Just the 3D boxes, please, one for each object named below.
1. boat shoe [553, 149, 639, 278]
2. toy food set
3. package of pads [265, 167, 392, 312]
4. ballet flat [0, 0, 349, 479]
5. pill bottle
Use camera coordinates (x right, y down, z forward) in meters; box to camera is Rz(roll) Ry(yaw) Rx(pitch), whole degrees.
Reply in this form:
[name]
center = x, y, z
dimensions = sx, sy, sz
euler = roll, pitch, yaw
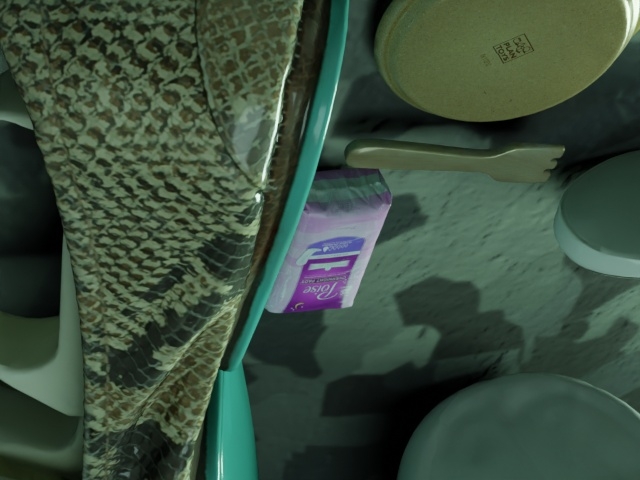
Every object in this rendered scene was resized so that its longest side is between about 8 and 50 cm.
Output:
[boat shoe]
center = 0.218, -0.004, 1.050
dimensions = 0.219, 0.078, 0.070
euler = -8, 141, -24
[toy food set]
center = 0.087, -0.101, 0.892
dimensions = 0.132, 0.038, 0.192
euler = 3, 143, -22
[package of pads]
center = 0.000, 0.000, 0.972
dimensions = 0.050, 0.032, 0.083
euler = -4, 141, -21
[ballet flat]
center = -0.098, 0.050, 0.906
dimensions = 0.182, 0.164, 0.483
euler = 5, 135, -2
[pill bottle]
center = 0.118, 0.229, 1.224
dimensions = 0.169, 0.169, 0.301
euler = -13, 144, -15
